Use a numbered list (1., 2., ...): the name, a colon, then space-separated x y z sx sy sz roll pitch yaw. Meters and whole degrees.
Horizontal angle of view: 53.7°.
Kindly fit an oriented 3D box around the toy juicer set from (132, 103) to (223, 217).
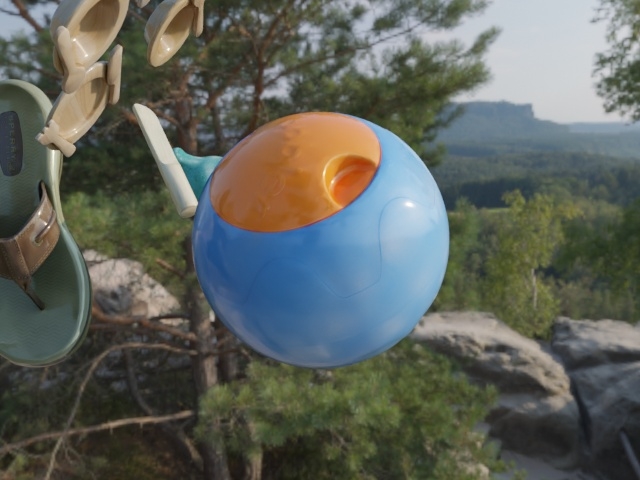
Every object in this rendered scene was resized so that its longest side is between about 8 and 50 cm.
1. toy juicer set: -0.146 -0.046 0.942 0.089 0.209 0.329 -39 -43 27

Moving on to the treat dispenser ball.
1. treat dispenser ball: 0.000 0.000 0.720 0.288 0.288 0.288 0 9 0

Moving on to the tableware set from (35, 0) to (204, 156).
1. tableware set: -0.108 -0.124 0.368 0.020 0.169 0.141 36 -23 -3

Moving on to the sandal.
1. sandal: -0.313 -0.021 0.634 0.120 0.303 0.086 -12 -6 -4
